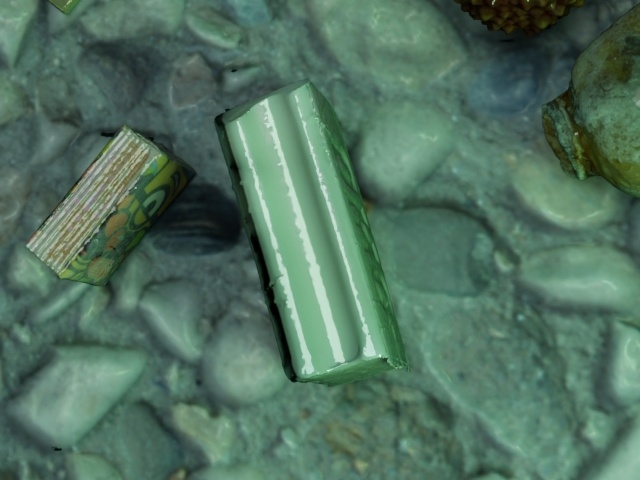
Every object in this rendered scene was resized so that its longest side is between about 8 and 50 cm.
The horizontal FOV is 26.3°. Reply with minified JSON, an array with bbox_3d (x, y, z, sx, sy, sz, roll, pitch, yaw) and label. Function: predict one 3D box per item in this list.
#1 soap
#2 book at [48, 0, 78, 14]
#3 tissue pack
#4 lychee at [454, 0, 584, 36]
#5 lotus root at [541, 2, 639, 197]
[{"bbox_3d":[0.000,0.000,1.188,0.094,0.150,0.261,-20,78,14],"label":"soap"},{"bbox_3d":[-0.292,-0.387,1.386,0.283,0.025,0.215,41,91,15],"label":"book"},{"bbox_3d":[-0.193,-0.030,1.263,0.060,0.108,0.148,41,93,14],"label":"tissue pack"},{"bbox_3d":[0.168,-0.306,1.154,0.271,0.271,0.271,-2,81,14],"label":"lychee"},{"bbox_3d":[0.353,-0.147,1.120,0.349,0.175,0.175,-29,76,9],"label":"lotus root"}]
